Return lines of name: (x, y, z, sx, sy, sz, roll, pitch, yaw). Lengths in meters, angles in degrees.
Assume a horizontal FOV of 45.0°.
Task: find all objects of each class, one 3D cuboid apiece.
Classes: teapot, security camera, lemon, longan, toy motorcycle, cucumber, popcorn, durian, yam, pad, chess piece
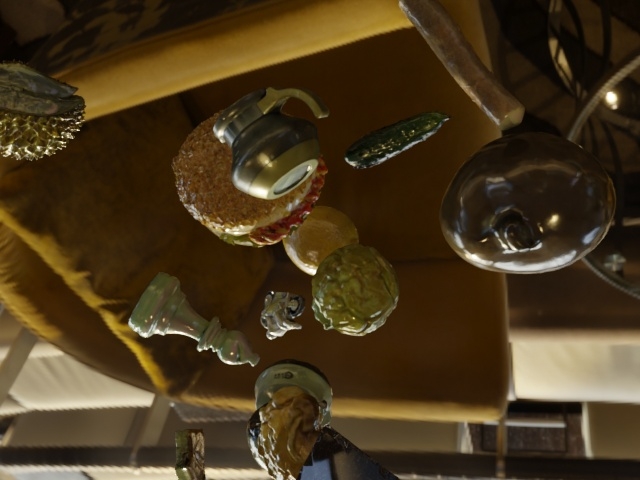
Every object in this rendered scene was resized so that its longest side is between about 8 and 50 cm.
teapot: (-0.059, -0.134, 0.992, 0.166, 0.130, 0.119, -44, 78, 34)
security camera: (-0.084, 0.435, 1.849, 0.197, 0.277, 0.191, -6, 120, 14)
lemon: (0.000, 0.000, 2.015, 0.244, 0.187, 0.186, 20, 140, 28)
longan: (0.350, -0.058, 1.320, 0.300, 0.300, 0.243, -26, 105, 33)
toy motorcycle: (-0.118, 0.221, 2.280, 0.074, 0.151, 0.229, 23, 170, -33)
cucumber: (0.147, -0.198, 1.492, 0.227, 0.069, 0.069, -23, 125, 27)
popcorn: (0.081, 0.110, 1.776, 0.184, 0.221, 0.204, -21, 96, 45)
durian: (-0.526, -0.217, 1.296, 0.237, 0.193, 0.137, 32, 129, 4)
yam: (0.237, -0.309, 1.303, 0.299, 0.066, 0.066, 54, 131, 9)
pad: (-0.002, 0.489, 1.243, 0.004, 0.330, 0.220, 30, 178, -43)
chess piece: (-0.247, 0.184, 1.593, 0.272, 0.139, 0.139, 29, 134, 0)
popcorn: (-0.055, 0.380, 1.508, 0.140, 0.163, 0.194, -19, 105, -23)

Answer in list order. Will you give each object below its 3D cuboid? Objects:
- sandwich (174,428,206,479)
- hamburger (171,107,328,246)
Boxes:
sandwich: (-0.390, 0.622, 2.314, 0.063, 0.245, 0.212, -6, 131, -2)
hamburger: (-0.132, -0.128, 1.469, 0.294, 0.276, 0.179, 33, 164, 17)
